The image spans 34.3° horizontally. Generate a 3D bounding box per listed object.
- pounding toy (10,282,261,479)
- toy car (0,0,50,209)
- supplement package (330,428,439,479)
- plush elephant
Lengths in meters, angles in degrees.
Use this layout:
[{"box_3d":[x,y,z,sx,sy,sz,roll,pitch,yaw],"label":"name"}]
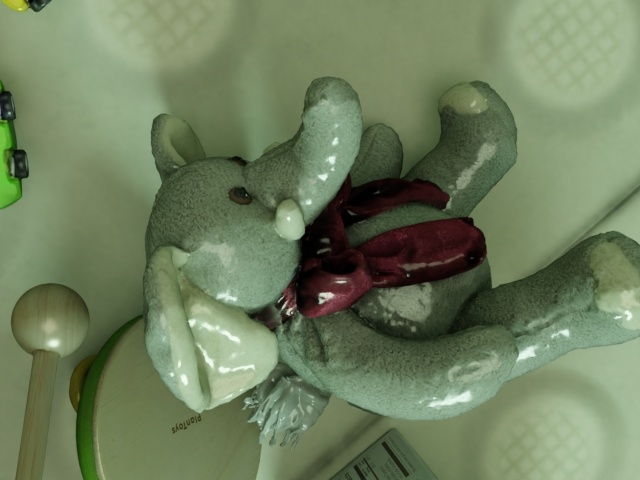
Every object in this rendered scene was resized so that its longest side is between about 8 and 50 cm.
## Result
[{"box_3d":[-0.158,0.140,0.778,0.237,0.110,0.182,26,60,-50],"label":"pounding toy"},{"box_3d":[-0.258,-0.133,0.739,0.239,0.053,0.224,-9,103,-10],"label":"toy car"},{"box_3d":[0.096,0.304,0.791,0.145,0.262,0.204,-38,106,-3],"label":"supplement package"},{"box_3d":[0.000,0.000,0.708,0.330,0.271,0.255,-39,131,19],"label":"plush elephant"}]
